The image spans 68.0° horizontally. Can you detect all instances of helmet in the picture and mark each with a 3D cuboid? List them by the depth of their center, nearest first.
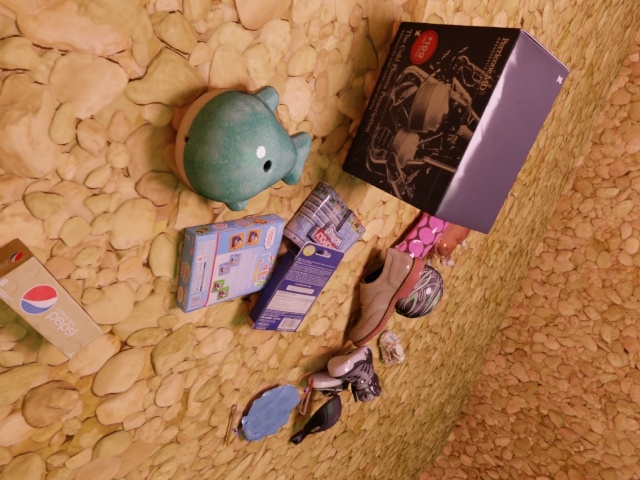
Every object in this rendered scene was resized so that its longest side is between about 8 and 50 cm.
[{"bbox_3d":[0.305,0.159,1.502,0.169,0.169,0.162,-41,159,-25],"label":"helmet"}]

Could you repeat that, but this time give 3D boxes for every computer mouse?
[{"bbox_3d":[0.027,0.544,1.460,0.184,0.060,0.262,-19,150,-46],"label":"computer mouse"}]

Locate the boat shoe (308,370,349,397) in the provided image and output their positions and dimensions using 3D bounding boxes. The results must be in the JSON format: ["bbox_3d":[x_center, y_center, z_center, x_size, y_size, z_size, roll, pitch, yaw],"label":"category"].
[{"bbox_3d":[0.033,0.434,1.424,0.219,0.077,0.070,15,86,-57],"label":"boat shoe"}]

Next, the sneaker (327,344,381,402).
[{"bbox_3d":[0.108,0.396,1.369,0.101,0.153,0.268,-21,170,18],"label":"sneaker"}]

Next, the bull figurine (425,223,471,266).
[{"bbox_3d":[0.458,-0.037,1.602,0.310,0.101,0.188,-39,143,-28],"label":"bull figurine"}]

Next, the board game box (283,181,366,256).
[{"bbox_3d":[0.000,0.000,1.079,0.194,0.060,0.194,-55,146,-8],"label":"board game box"}]

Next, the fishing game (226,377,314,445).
[{"bbox_3d":[-0.136,0.458,1.275,0.264,0.041,0.189,-10,123,-39],"label":"fishing game"}]

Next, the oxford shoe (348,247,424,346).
[{"bbox_3d":[0.159,0.163,1.387,0.348,0.130,0.123,-59,-176,23],"label":"oxford shoe"}]

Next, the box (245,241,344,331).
[{"bbox_3d":[-0.051,0.098,1.023,0.136,0.036,0.225,17,111,-48],"label":"box"}]

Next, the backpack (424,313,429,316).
[{"bbox_3d":[0.351,0.215,1.672,0.114,0.084,0.105,-5,117,-47],"label":"backpack"}]

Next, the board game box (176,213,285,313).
[{"bbox_3d":[-0.168,0.039,0.911,0.211,0.039,0.160,-12,125,-47],"label":"board game box"}]

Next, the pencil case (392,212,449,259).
[{"bbox_3d":[0.298,-0.008,1.436,0.098,0.095,0.209,47,71,-18],"label":"pencil case"}]

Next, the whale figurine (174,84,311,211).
[{"bbox_3d":[-0.097,-0.139,0.775,0.272,0.141,0.216,1,114,-53],"label":"whale figurine"}]

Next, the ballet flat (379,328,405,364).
[{"bbox_3d":[0.264,0.402,1.709,0.091,0.077,0.241,-49,145,-16],"label":"ballet flat"}]

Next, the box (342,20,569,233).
[{"bbox_3d":[0.252,-0.238,0.967,0.178,0.312,0.343,12,105,-38],"label":"box"}]

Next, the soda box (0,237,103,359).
[{"bbox_3d":[-0.381,0.086,0.657,0.061,0.058,0.181,-42,142,-24],"label":"soda box"}]
